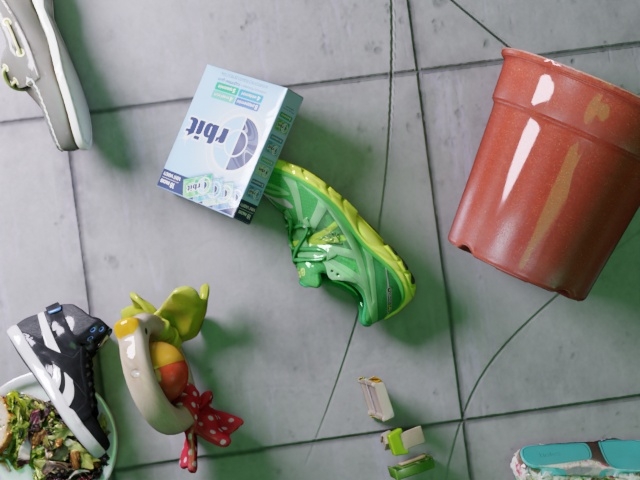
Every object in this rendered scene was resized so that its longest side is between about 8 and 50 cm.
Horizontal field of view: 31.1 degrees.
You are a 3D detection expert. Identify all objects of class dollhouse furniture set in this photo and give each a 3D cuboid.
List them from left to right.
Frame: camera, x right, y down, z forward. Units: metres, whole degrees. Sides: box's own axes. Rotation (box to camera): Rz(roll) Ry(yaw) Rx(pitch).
[{"bbox_3d":[0.107,0.251,1.597,0.058,0.076,0.152,-18,93,-15],"label":"dollhouse furniture set"}]

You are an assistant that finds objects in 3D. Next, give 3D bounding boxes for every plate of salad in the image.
[{"bbox_3d":[-0.379,0.280,1.580,0.199,0.048,0.200,0,89,-3],"label":"plate of salad"}]

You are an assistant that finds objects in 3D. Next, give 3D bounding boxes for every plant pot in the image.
[{"bbox_3d":[0.312,-0.078,1.521,0.272,0.272,0.265,23,97,-3],"label":"plant pot"}]

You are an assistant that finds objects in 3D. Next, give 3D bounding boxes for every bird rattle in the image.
[{"bbox_3d":[-0.209,0.185,1.522,0.143,0.207,0.254,-12,81,15],"label":"bird rattle"}]

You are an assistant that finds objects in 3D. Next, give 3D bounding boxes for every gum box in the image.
[{"bbox_3d":[-0.124,-0.132,1.553,0.157,0.041,0.184,23,90,37],"label":"gum box"}]

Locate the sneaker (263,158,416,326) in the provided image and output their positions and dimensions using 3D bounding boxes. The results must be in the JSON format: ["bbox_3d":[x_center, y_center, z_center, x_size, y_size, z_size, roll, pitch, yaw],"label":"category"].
[{"bbox_3d":[0.000,0.000,1.569,0.295,0.109,0.123,44,84,-2],"label":"sneaker"}]

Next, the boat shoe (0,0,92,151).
[{"bbox_3d":[-0.389,-0.254,1.554,0.091,0.109,0.305,-19,85,-2],"label":"boat shoe"}]

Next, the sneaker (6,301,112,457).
[{"bbox_3d":[-0.317,0.174,1.550,0.121,0.079,0.217,-34,78,-15],"label":"sneaker"}]

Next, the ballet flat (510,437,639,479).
[{"bbox_3d":[0.385,0.324,1.613,0.240,0.091,0.077,1,120,1],"label":"ballet flat"}]
